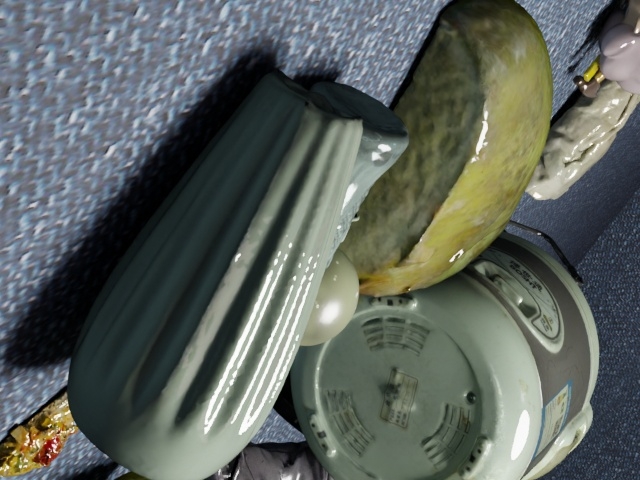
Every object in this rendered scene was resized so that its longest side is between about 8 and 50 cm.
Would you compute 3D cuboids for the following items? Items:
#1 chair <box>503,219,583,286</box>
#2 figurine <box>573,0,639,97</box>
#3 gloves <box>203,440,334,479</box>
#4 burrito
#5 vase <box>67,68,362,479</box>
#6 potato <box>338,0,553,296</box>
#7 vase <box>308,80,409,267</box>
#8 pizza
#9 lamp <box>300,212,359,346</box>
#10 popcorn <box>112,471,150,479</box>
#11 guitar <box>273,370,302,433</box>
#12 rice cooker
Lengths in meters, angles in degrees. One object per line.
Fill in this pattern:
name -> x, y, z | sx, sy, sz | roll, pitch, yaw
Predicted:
chair -> 0.194, 0.025, 1.403 | 0.140, 0.221, 0.145 | -53, -154, 15
figurine -> 0.378, -0.247, 1.240 | 0.137, 0.112, 0.229 | -28, 145, -41
gloves -> -0.094, 0.272, 1.133 | 0.285, 0.119, 0.142 | -4, 105, -39
burrito -> 0.402, -0.209, 1.438 | 0.392, 0.076, 0.117 | -51, 165, 8
vase -> -0.058, 0.020, 0.669 | 0.248, 0.128, 0.128 | -62, 162, 11
potato -> 0.121, -0.084, 0.923 | 0.269, 0.112, 0.255 | -44, 163, -23
vase -> -0.023, -0.002, 0.762 | 0.219, 0.096, 0.096 | -58, 162, 23
pizza -> -0.188, 0.136, 0.757 | 0.078, 0.025, 0.083 | -49, 164, 10
lamp -> 0.000, 0.000, 0.861 | 0.091, 0.091, 0.163 | -11, 124, -66
popcorn -> -0.164, 0.330, 0.896 | 0.293, 0.237, 0.293 | -43, 167, -12
guitar -> 0.017, 0.155, 1.292 | 0.025, 0.088, 0.233 | -57, 172, 31
rice cooker -> 0.139, 0.132, 1.155 | 0.277, 0.288, 0.288 | -15, 143, -58
